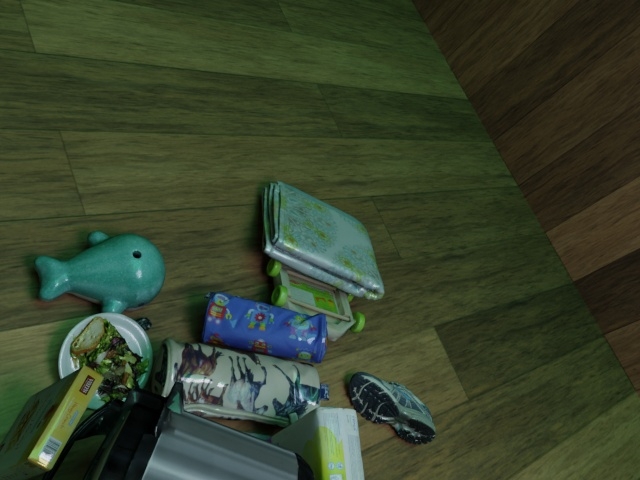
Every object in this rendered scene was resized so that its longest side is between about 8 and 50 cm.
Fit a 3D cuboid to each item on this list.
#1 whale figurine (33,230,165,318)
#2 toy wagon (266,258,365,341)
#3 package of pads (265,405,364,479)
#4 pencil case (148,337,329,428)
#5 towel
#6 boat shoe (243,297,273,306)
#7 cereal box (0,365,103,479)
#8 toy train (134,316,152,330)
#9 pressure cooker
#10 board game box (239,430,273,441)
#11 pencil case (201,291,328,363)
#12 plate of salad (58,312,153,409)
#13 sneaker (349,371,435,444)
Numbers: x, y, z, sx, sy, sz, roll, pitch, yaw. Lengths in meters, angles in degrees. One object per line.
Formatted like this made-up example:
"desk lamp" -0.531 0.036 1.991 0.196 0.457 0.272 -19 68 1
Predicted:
"whale figurine" -0.471 0.064 1.289 0.272 0.141 0.216 0 61 -38
"toy wagon" -0.024 0.127 1.624 0.267 0.068 0.344 22 29 -27
"package of pads" -0.020 0.479 1.184 0.101 0.296 0.229 12 54 -27
"pencil case" -0.186 0.332 1.313 0.410 0.160 0.183 17 23 -30
"towel" 0.000 0.000 1.694 0.374 0.090 0.321 25 31 -21
"boat shoe" -0.139 0.198 1.518 0.206 0.065 0.075 21 50 -27
"cereal box" -0.486 0.326 1.021 0.047 0.240 0.173 41 42 -23
"toy train" -0.439 0.213 1.294 0.036 0.027 0.158 51 43 5
"pressure cooker" -0.256 0.465 0.976 0.420 0.376 0.370 23 29 -9
"board game box" -0.107 0.547 1.317 0.346 0.056 0.208 19 55 -28
"pencil case" -0.130 0.205 1.401 0.306 0.119 0.133 11 46 0
"plate of salad" -0.438 0.249 1.223 0.199 0.048 0.200 12 72 -40
"sneaker" 0.191 0.440 1.610 0.283 0.110 0.122 39 26 -14
